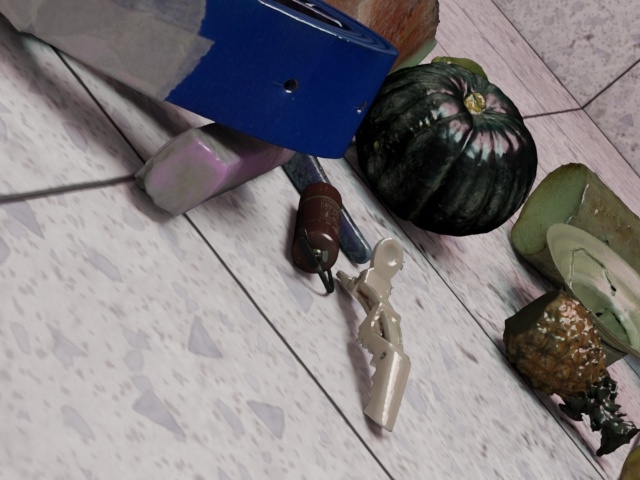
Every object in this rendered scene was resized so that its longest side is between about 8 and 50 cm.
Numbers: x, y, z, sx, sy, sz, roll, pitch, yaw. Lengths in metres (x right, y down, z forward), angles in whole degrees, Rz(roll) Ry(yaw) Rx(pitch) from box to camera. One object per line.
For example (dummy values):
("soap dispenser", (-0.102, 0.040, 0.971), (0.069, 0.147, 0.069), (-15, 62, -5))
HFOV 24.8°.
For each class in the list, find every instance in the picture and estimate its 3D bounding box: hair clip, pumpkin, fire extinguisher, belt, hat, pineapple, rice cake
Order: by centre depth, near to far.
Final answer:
("belt", (-0.103, -0.182, 1.221), (0.346, 0.117, 0.212), (23, 17, -24))
("hair clip", (0.057, 0.078, 1.280), (0.034, 0.072, 0.226), (36, 23, -27))
("rice cake", (-0.076, -0.079, 1.294), (0.056, 0.072, 0.365), (47, 16, 1))
("fire extinguisher", (0.000, 0.000, 1.354), (0.157, 0.045, 0.078), (-86, 154, -67))
("hair clip", (-0.023, -0.088, 1.491), (0.083, 0.048, 0.275), (23, 36, -57))
("pineapple", (0.291, 0.153, 1.635), (0.198, 0.108, 0.108), (53, 18, -6))
("pumpkin", (0.144, -0.105, 1.685), (0.220, 0.162, 0.220), (20, 35, -15))
("hat", (0.342, 0.105, 1.831), (0.252, 0.110, 0.252), (34, 26, -19))

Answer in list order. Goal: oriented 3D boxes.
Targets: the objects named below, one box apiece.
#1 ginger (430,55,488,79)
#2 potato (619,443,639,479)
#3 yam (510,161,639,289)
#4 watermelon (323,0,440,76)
("ginger", (0.225, -0.197, 2.212), (0.290, 0.089, 0.137), (-100, 163, -49))
("potato", (0.352, 0.296, 1.554), (0.100, 0.089, 0.172), (8, 73, -35))
("yam", (0.389, 0.014, 2.049), (0.268, 0.161, 0.161), (37, 22, -32))
("watermelon", (-0.004, -0.322, 1.660), (0.250, 0.293, 0.283), (27, 44, 18))
